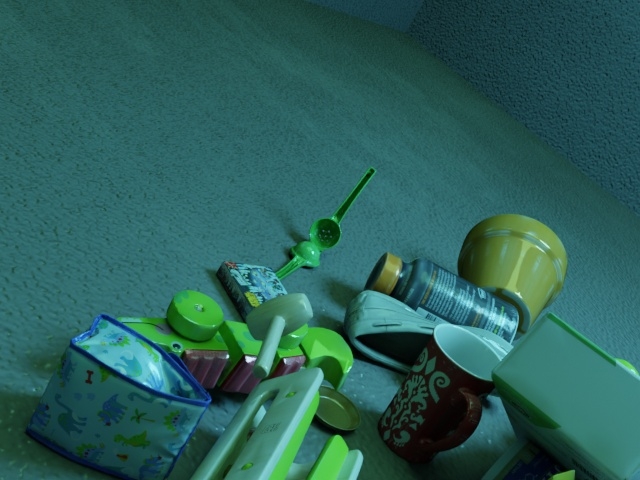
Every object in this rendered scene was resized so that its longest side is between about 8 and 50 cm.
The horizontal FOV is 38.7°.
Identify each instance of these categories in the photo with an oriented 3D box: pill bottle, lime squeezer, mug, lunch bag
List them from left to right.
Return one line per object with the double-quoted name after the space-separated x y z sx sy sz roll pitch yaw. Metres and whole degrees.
-0.202 0.171 0.942 0.151 0.128 0.096 31 24 3 "lunch bag"
0.000 0.000 1.565 0.059 0.110 0.310 46 54 -5 "lime squeezer"
0.152 0.217 1.221 0.113 0.169 0.150 35 24 7 "mug"
0.195 0.112 1.524 0.246 0.130 0.130 29 24 -7 "pill bottle"
0.302 0.358 1.192 0.187 0.112 0.112 40 25 20 "pill bottle"

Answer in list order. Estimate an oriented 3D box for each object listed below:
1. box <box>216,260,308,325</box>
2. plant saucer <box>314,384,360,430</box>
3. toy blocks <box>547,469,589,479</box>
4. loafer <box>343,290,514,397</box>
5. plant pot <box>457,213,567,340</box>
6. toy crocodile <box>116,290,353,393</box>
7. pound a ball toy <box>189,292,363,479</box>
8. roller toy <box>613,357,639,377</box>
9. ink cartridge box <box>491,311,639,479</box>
-0.088 0.087 1.366 0.094 0.027 0.137 9 32 -40 "box"
0.015 0.229 1.226 0.083 0.015 0.083 26 25 -13 "plant saucer"
0.226 0.415 0.949 0.382 0.190 0.260 2 47 -44 "toy blocks"
0.184 0.181 1.418 0.320 0.112 0.111 20 30 -7 "loafer"
0.345 0.084 1.704 0.205 0.205 0.188 32 39 1 "plant pot"
-0.111 0.142 1.122 0.341 0.115 0.105 10 32 -40 "toy crocodile"
-0.073 0.213 0.961 0.208 0.136 0.319 65 21 -12 "pound a ball toy"
0.443 0.299 1.380 0.146 0.209 0.191 3 47 -50 "roller toy"
0.348 0.240 1.178 0.201 0.117 0.278 39 -10 32 "ink cartridge box"
